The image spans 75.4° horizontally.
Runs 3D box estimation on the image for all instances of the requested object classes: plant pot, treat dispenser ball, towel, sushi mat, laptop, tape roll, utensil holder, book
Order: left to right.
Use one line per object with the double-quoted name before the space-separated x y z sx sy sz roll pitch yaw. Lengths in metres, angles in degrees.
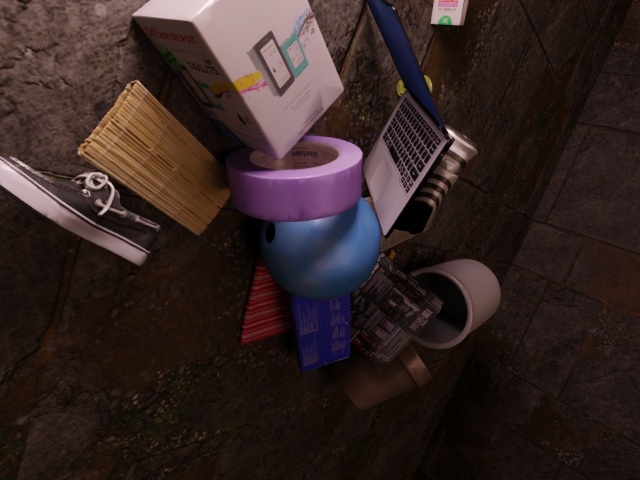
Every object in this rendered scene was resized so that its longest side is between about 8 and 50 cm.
"sushi mat" -0.280 -0.133 0.780 0.151 0.019 0.316 -57 150 -9
"towel" -0.121 0.153 1.161 0.199 0.031 0.274 -5 115 -47
"tape roll" -0.052 -0.138 0.858 0.275 0.275 0.090 -27 127 -37
"treat dispenser ball" 0.000 0.000 0.994 0.288 0.288 0.288 -27 131 -37
"plant pot" 0.198 0.461 1.530 0.280 0.323 0.323 -36 138 -6
"laptop" 0.128 -0.297 0.960 0.236 0.382 0.407 20 121 -16
"plant pot" 0.269 -0.445 1.214 0.079 0.083 0.083 -7 118 -34
"utensil holder" 0.554 0.252 1.766 0.386 0.328 0.327 -7 117 -49
"book" 0.366 -0.684 1.157 0.035 0.096 0.144 -24 128 -40

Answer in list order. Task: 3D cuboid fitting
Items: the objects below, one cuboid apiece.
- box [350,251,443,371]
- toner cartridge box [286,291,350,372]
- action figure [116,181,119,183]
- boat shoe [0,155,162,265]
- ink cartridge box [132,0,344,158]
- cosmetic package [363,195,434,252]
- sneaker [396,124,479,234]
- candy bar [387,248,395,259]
"box" 0.194 0.229 1.314 0.307 0.242 0.076 -56 169 27
"toner cartridge box" -0.002 0.236 1.210 0.165 0.075 0.347 -13 131 -13
"action figure" -0.335 -0.153 0.729 0.038 0.030 0.115 15 103 -56
"boat shoe" -0.375 -0.060 0.671 0.105 0.113 0.306 -60 146 -13
"ink cartridge box" -0.129 -0.324 0.722 0.197 0.198 0.270 -50 140 -14
"cosmetic package" 0.257 -0.082 1.364 0.309 0.113 0.160 -20 138 -41
"sneaker" 0.227 -0.166 1.125 0.169 0.447 0.257 30 96 -9
"candy bar" 0.232 0.103 1.547 0.161 0.018 0.040 -53 138 -11
